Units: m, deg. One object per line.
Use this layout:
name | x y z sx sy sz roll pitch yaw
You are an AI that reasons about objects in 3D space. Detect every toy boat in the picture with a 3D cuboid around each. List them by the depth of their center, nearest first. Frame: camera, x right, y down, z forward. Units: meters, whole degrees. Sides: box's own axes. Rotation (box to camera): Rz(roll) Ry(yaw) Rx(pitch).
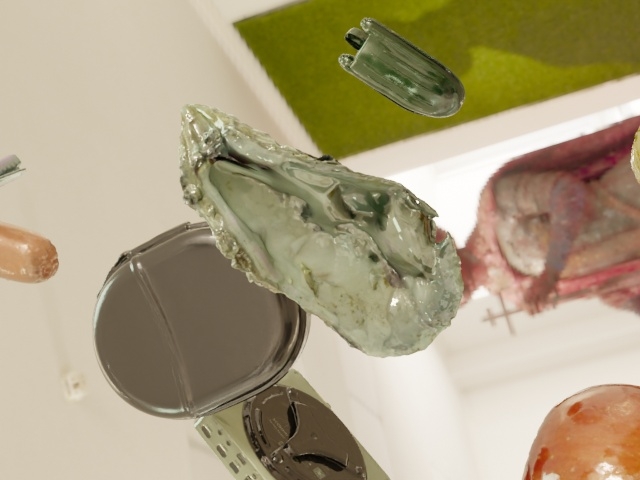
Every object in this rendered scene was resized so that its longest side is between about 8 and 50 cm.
toy boat | 0.126 -0.257 1.550 0.210 0.104 0.052 31 -142 -4

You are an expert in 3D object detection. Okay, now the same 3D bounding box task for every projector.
projector | -0.032 0.323 1.547 0.257 0.079 0.259 47 -154 16

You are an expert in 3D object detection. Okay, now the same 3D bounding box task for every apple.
apple | 0.335 0.282 1.095 0.272 0.206 0.252 1 -95 -49

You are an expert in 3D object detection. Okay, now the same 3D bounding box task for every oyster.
oyster | 0.000 0.002 0.838 0.087 0.252 0.199 -84 2 -62

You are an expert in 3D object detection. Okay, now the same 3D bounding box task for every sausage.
sausage | -0.200 0.004 0.621 0.034 0.083 0.034 14 -90 -73

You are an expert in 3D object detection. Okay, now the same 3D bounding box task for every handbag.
handbag | -0.166 0.106 1.364 0.254 0.308 0.093 65 -168 2

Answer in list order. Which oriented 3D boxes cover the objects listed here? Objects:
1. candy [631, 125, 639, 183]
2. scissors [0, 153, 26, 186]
candy | 0.374 -0.094 0.800 0.118 0.260 0.260 67 -171 24
scissors | -0.361 -0.047 1.003 0.030 0.125 0.256 54 -161 -8
